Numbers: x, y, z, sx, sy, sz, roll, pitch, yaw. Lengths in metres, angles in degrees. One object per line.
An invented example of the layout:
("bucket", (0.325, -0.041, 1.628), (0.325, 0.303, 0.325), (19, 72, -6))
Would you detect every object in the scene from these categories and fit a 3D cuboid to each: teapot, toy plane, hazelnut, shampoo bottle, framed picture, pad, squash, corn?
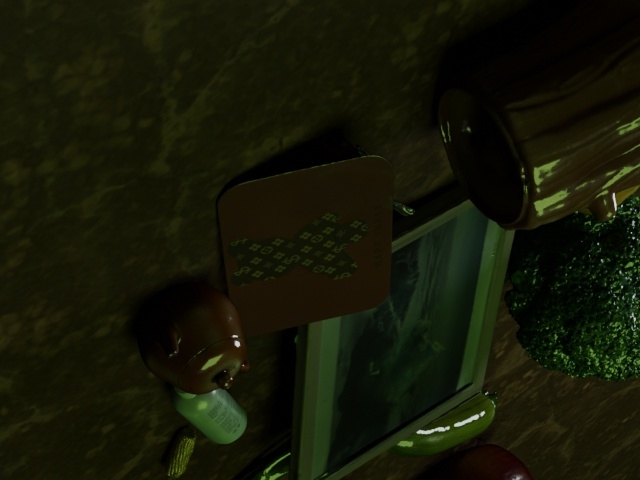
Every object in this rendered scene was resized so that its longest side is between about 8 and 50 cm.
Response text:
("teapot", (-0.121, 0.110, 1.558), (0.116, 0.116, 0.173), (-44, 154, 12))
("toy plane", (0.039, -0.067, 1.538), (0.037, 0.060, 0.145), (-43, 139, 8))
("hazelnut", (0.258, 0.438, 2.496), (0.208, 0.208, 0.208), (-30, 153, -17))
("shampoo bottle", (-0.134, 0.178, 1.715), (0.056, 0.056, 0.195), (-37, 153, -3))
("framed picture", (0.099, 0.123, 1.871), (0.326, 0.028, 0.446), (-29, 145, -26))
("pad", (-0.012, 0.011, 1.568), (0.181, 0.004, 0.267), (-13, 144, -7))
("squash", (0.181, 0.277, 2.267), (0.258, 0.069, 0.069), (-10, 142, -44))
("corn", (-0.167, 0.256, 1.828), (0.028, 0.027, 0.083), (-25, 150, -44))

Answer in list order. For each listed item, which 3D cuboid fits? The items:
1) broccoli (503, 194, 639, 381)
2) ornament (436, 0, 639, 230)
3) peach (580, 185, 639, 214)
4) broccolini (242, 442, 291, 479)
("broccoli", (0.365, 0.053, 1.989), (0.261, 0.241, 0.269), (-2, 117, -1))
("ornament", (0.249, -0.132, 1.566), (0.217, 0.221, 0.235), (-25, 111, -17))
("peach", (0.356, -0.112, 1.824), (0.179, 0.103, 0.179), (-29, 150, -19))
("broccolini", (-0.092, 0.355, 2.029), (0.392, 0.074, 0.079), (-38, 147, -4))
